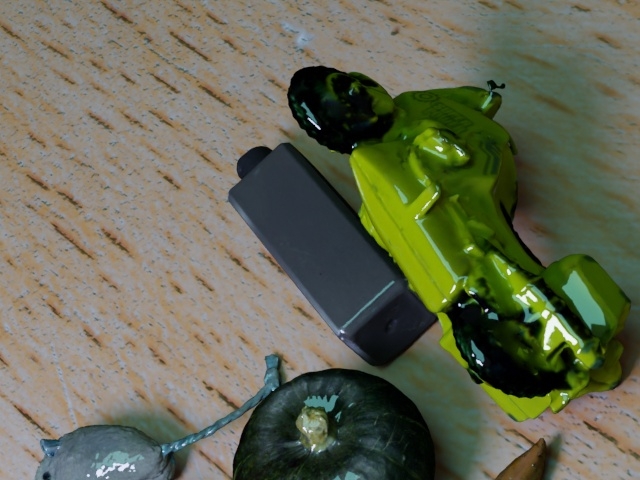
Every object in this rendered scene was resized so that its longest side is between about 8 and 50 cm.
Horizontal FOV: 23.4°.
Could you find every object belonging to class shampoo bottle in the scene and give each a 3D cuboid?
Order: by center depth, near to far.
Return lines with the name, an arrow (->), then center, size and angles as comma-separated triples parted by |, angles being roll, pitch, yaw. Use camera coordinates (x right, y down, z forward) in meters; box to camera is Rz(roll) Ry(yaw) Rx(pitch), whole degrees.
shampoo bottle -> 0.000, 0.000, 1.362 | 0.079, 0.080, 0.246 | -42, 51, 3

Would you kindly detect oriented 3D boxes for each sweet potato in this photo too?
sweet potato -> 0.149, 0.194, 1.197 | 0.034, 0.034, 0.095 | 35, 86, 39

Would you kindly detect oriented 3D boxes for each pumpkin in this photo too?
pumpkin -> 0.008, 0.179, 1.232 | 0.167, 0.125, 0.167 | -23, 51, 31

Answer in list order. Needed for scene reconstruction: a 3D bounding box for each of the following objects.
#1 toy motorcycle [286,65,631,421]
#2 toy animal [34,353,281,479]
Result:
toy motorcycle -> 0.116, -0.011, 1.243 | 0.342, 0.206, 0.142 | 56, 136, 24
toy animal -> -0.148, 0.178, 1.366 | 0.253, 0.070, 0.079 | -25, 71, 14
